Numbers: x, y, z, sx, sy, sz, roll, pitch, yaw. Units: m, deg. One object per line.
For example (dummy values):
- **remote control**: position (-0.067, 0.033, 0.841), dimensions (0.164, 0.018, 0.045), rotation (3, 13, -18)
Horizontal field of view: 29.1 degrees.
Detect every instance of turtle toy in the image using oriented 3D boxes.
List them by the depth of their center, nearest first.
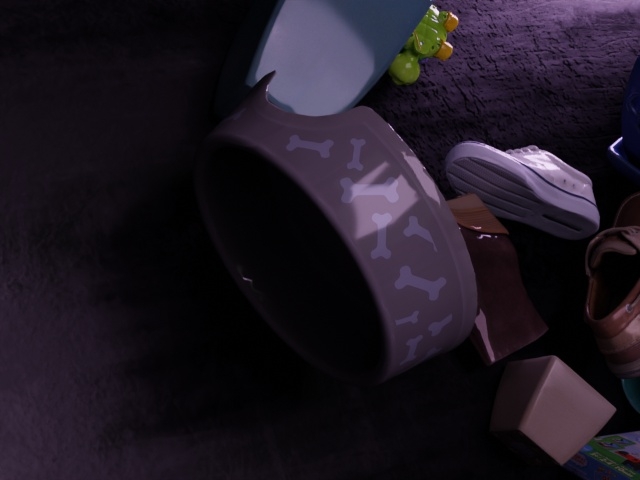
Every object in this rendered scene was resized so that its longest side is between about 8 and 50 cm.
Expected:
- **turtle toy**: position (0.121, -0.263, 1.613), dimensions (0.095, 0.066, 0.130), rotation (27, 59, -21)

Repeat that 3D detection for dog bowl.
- **dog bowl**: position (0.000, 0.000, 1.267), dimensions (0.102, 0.349, 0.349), rotation (-35, 91, -25)

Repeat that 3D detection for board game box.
- **board game box**: position (0.429, 0.284, 1.529), dimensions (0.211, 0.160, 0.039), rotation (0, 104, -34)

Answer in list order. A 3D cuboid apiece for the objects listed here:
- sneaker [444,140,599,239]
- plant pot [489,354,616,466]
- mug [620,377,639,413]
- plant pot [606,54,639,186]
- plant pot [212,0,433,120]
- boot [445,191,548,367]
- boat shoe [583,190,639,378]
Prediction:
- **sneaker**: position (0.262, -0.081, 1.623), dimensions (0.258, 0.094, 0.091), rotation (24, 50, -33)
- **plant pot**: position (0.269, 0.214, 1.489), dimensions (0.109, 0.109, 0.096), rotation (40, 66, -12)
- **mug**: position (0.472, 0.159, 1.622), dimensions (0.097, 0.129, 0.158), rotation (7, 67, -31)
- **plant pot**: position (0.555, -0.159, 1.730), dimensions (0.236, 0.212, 0.236), rotation (39, 49, 21)
- **plant pot**: position (-0.014, -0.221, 1.456), dimensions (0.165, 0.165, 0.234), rotation (36, 63, -15)
- **boot**: position (0.161, 0.057, 1.488), dimensions (0.248, 0.090, 0.207), rotation (-18, 79, -40)
- **boat shoe**: position (0.411, 0.031, 1.611), dimensions (0.116, 0.123, 0.324), rotation (46, 36, -22)
